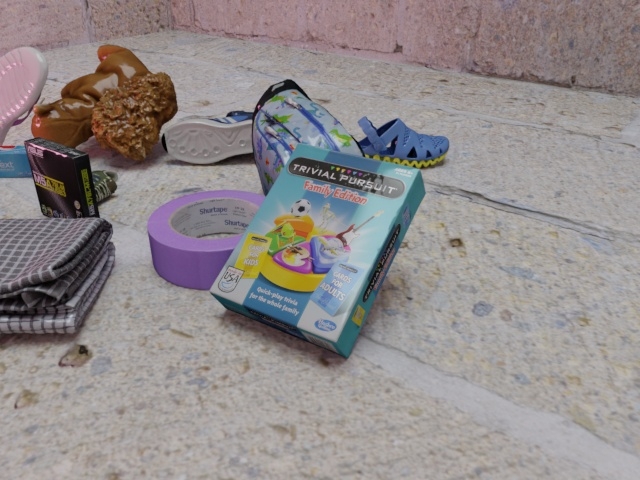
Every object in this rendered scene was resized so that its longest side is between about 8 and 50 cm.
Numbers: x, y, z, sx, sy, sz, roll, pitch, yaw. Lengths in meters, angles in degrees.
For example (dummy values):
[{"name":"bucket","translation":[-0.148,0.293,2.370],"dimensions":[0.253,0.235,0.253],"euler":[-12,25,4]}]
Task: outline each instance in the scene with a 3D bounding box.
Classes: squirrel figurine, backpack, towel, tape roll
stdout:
[{"name":"squirrel figurine","translation":[-0.634,-0.376,1.636],"dimensions":[0.396,0.281,0.370],"euler":[17,40,32]},{"name":"backpack","translation":[-0.029,-0.171,1.290],"dimensions":[0.273,0.290,0.355],"euler":[-31,48,-31]},{"name":"towel","translation":[-0.521,0.046,0.999],"dimensions":[0.234,0.122,0.284],"euler":[0,25,-3]},{"name":"tape roll","translation":[-0.211,-0.010,1.155],"dimensions":[0.274,0.090,0.275],"euler":[0,28,0]}]

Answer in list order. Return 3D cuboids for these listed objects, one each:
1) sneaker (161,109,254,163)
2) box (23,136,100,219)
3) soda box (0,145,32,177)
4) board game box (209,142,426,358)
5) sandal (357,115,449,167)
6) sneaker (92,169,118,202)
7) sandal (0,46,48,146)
[{"name":"sneaker","translation":[-0.297,-0.321,1.695],"dimensions":[0.322,0.130,0.236],"euler":[-6,20,-1]},{"name":"box","translation":[-0.577,-0.124,1.256],"dimensions":[0.190,0.184,0.045],"euler":[20,36,30]},{"name":"soda box","translation":[-0.864,-0.217,1.537],"dimensions":[0.209,0.071,0.067],"euler":[-2,29,-3]},{"name":"board game box","translation":[0.000,0.000,0.978],"dimensions":[0.253,0.079,0.336],"euler":[17,66,27]},{"name":"sandal","translation":[0.220,-0.285,1.607],"dimensions":[0.316,0.138,0.126],"euler":[-3,27,-9]},{"name":"sneaker","translation":[-0.554,-0.134,1.395],"dimensions":[0.086,0.064,0.192],"euler":[-9,27,-7]},{"name":"sandal","translation":[-0.881,-0.401,1.605],"dimensions":[0.416,0.170,0.102],"euler":[-32,-8,29]}]
